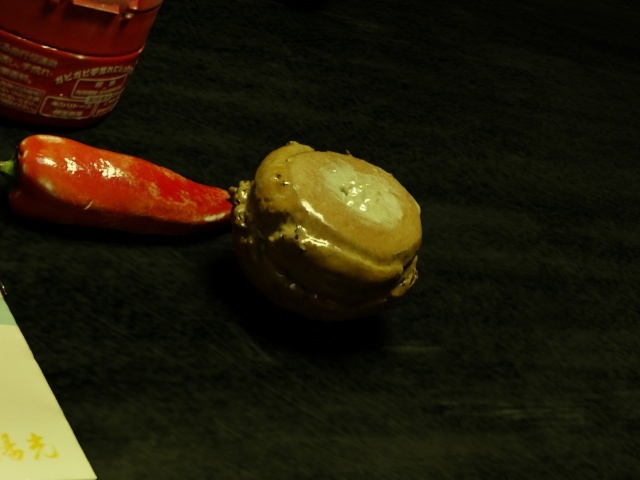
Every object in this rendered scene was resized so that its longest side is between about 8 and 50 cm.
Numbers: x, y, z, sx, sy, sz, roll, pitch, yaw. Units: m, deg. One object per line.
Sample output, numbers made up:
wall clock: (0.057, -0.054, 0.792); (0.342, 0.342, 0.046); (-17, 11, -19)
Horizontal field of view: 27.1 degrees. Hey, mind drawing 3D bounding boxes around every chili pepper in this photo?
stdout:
chili pepper: (-0.163, -0.040, 1.035); (0.272, 0.063, 0.071); (10, 43, -35)

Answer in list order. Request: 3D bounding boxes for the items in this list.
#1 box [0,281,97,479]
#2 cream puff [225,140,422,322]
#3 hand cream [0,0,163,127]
box: (-0.306, 0.082, 0.673); (0.343, 0.065, 0.200); (4, 34, -38)
cream puff: (0.000, 0.000, 1.046); (0.165, 0.115, 0.150); (30, 32, -15)
hand cream: (-0.256, -0.211, 1.161); (0.230, 0.149, 0.230); (21, 24, -10)
